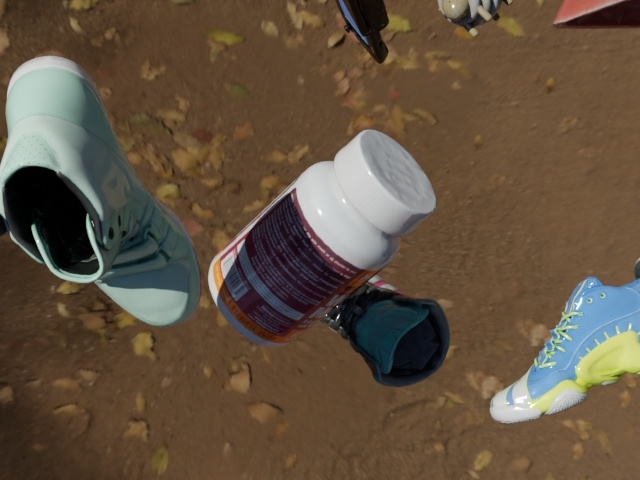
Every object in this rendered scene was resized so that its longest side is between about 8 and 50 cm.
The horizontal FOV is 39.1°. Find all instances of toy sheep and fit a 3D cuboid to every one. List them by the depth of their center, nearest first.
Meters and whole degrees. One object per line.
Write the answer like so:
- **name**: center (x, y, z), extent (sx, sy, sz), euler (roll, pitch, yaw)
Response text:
- **toy sheep**: center (0.209, -0.332, 1.225), extent (0.091, 0.091, 0.132), euler (51, 48, -2)

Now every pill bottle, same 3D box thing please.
- **pill bottle**: center (0.000, 0.000, 0.879), extent (0.121, 0.121, 0.221), euler (48, 120, -3)

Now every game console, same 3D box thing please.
- **game console**: center (0.033, -0.321, 1.134), extent (0.044, 0.361, 0.213), euler (-27, 71, 6)

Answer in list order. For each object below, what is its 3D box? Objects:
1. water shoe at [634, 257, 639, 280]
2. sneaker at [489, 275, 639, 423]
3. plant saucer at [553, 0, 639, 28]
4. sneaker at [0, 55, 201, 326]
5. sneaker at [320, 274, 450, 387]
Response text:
- **water shoe**: center (0.536, 0.086, 1.265), extent (0.080, 0.073, 0.203), euler (-32, 74, -26)
- **sneaker**: center (0.289, 0.117, 1.025), extent (0.240, 0.091, 0.126), euler (-22, 80, -3)
- **plant saucer**: center (0.290, -0.163, 0.446), extent (0.259, 0.258, 0.047), euler (-11, 91, -37)
- **sneaker**: center (-0.162, 0.010, 0.660), extent (0.094, 0.151, 0.256), euler (-18, 129, 7)
- **sneaker**: center (0.048, 0.089, 1.123), extent (0.296, 0.178, 0.123), euler (30, 91, -22)
